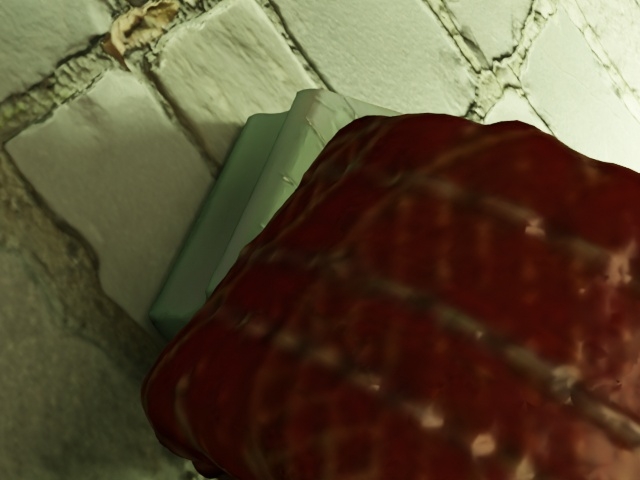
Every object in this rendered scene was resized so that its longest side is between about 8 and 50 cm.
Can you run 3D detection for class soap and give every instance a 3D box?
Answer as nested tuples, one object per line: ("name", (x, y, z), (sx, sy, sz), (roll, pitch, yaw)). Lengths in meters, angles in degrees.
("soap", (0.000, 0.000, 0.895), (0.173, 0.095, 0.289), (45, 41, -23))

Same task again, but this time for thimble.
("thimble", (0.099, 0.106, 0.627), (0.350, 0.350, 0.230), (45, 72, -22))
